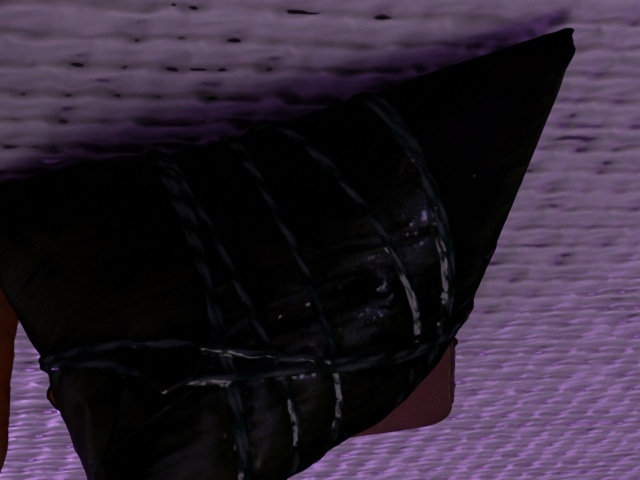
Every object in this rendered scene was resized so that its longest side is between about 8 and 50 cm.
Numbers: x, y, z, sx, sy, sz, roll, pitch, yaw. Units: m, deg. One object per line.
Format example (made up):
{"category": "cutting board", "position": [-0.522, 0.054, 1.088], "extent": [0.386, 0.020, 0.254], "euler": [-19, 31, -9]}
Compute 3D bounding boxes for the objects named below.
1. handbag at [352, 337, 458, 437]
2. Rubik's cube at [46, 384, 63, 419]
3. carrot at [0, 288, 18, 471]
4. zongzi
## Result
{"category": "handbag", "position": [0.040, 0.102, 1.349], "extent": [0.151, 0.072, 0.193], "euler": [-9, 153, -3]}
{"category": "Rubik's cube", "position": [-0.154, 0.113, 1.260], "extent": [0.133, 0.133, 0.112], "euler": [14, 170, -37]}
{"category": "carrot", "position": [-0.275, 0.108, 1.104], "extent": [0.159, 0.225, 0.159], "euler": [-11, 149, -7]}
{"category": "zongzi", "position": [0.000, 0.000, 1.034], "extent": [0.383, 0.319, 0.362], "euler": [-4, 136, -39]}
